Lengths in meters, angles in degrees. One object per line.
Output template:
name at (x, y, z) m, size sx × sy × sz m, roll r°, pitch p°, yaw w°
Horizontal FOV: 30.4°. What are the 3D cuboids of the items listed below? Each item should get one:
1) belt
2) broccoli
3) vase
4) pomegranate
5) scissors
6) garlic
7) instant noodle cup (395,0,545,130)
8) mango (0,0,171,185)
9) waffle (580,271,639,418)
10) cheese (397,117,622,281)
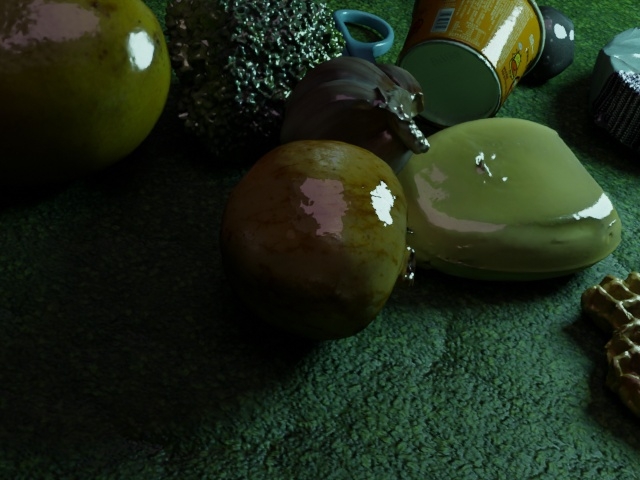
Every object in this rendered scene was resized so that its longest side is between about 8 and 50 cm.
belt at (0.560, -0.233, 1.873) m, size 0.260 × 0.122 × 0.325 m, roll 18°, pitch 37°, yaw 1°
broccoli at (-0.095, -0.258, 1.632) m, size 0.259 × 0.235 × 0.288 m, roll 31°, pitch 46°, yaw 24°
vase at (0.323, -0.323, 1.938) m, size 0.182 × 0.120 × 0.120 m, roll 0°, pitch 37°, yaw 6°
pomegranate at (0.000, 0.000, 1.350) m, size 0.248 × 0.248 × 0.248 m, roll 7°, pitch 38°, yaw -6°
scissors at (0.065, -0.240, 1.819) m, size 0.192 × 0.029 × 0.447 m, roll -2°, pitch 40°, yaw -17°
garlic at (0.035, -0.160, 1.508) m, size 0.191 × 0.160 × 0.214 m, roll -26°, pitch 33°, yaw 26°
instant noodle cup at (0.215, -0.277, 1.778) m, size 0.215 × 0.216 × 0.172 m, roll 20°, pitch 47°, yaw 10°
mango at (-0.407, -0.203, 1.475) m, size 0.445 × 0.232 × 0.300 m, roll -15°, pitch 75°, yaw -16°
waffle at (0.421, 0.137, 1.421) m, size 0.249 × 0.056 × 0.253 m, roll 24°, pitch 41°, yaw 15°
cheese at (0.217, -0.052, 1.547) m, size 0.315 × 0.128 × 0.260 m, roll -11°, pitch 46°, yaw -22°
